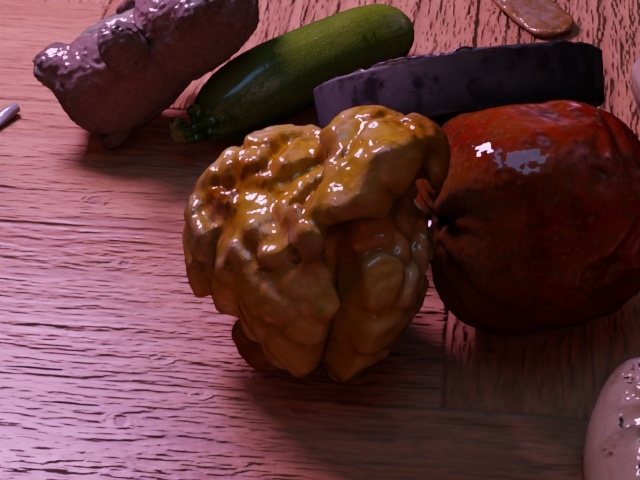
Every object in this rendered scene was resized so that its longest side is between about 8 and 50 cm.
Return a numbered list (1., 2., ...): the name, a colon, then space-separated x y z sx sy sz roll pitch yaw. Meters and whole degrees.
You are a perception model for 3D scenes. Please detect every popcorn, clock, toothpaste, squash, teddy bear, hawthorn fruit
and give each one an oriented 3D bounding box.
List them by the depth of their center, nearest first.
1. popcorn: 0.000 0.000 1.617 0.225 0.332 0.265 7 59 -34
2. hawthorn fruit: 0.219 -0.023 1.681 0.262 0.258 0.258 21 36 -11
3. clock: 0.155 -0.159 1.845 0.325 0.067 0.325 -8 -3 0
4. teddy bear: -0.198 -0.233 1.956 0.151 0.267 0.236 49 20 1
5. toothpaste: -0.399 -0.141 2.026 0.024 0.015 0.083 24 49 28
6. squash: -0.030 -0.205 2.035 0.379 0.101 0.101 -29 45 -30

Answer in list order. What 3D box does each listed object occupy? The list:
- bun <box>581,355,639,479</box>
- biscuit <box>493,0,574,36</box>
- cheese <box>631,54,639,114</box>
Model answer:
1. bun: 0.367 0.188 1.468 0.287 0.146 0.287 0 40 0
2. biscuit: 0.282 -0.310 2.232 0.071 0.018 0.147 -18 39 -19
3. cheese: 0.475 -0.153 1.941 0.235 0.117 0.218 13 40 15
